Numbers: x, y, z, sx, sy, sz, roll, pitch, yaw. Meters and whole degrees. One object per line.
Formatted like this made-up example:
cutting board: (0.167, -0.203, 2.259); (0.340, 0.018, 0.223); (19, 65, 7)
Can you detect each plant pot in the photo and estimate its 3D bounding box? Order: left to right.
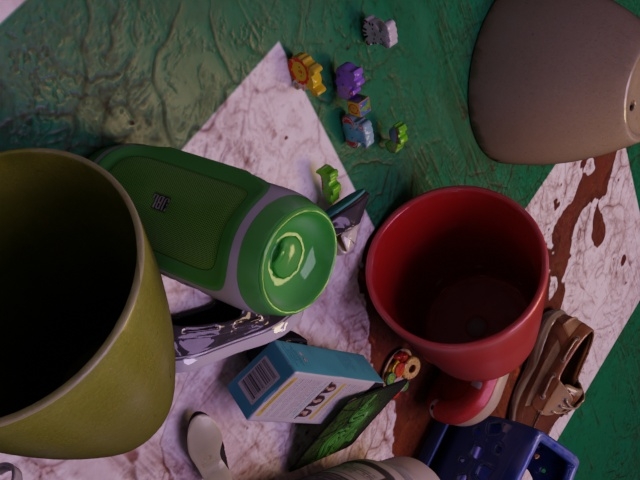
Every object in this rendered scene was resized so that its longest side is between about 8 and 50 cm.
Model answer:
plant pot: (-0.254, 0.106, 0.944); (0.275, 0.275, 0.293); (-55, 153, -19)
plant pot: (0.229, 0.090, 1.493); (0.275, 0.275, 0.243); (-57, 150, -16)
plant pot: (0.301, 0.438, 1.737); (0.236, 0.212, 0.236); (39, 74, -49)

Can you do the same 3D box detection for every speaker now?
speaker: (-0.127, -0.018, 0.985); (0.131, 0.296, 0.131); (-22, 121, -43)

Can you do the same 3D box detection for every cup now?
cup: (0.437, -0.266, 1.595); (0.331, 0.237, 0.331); (-23, 122, -43)

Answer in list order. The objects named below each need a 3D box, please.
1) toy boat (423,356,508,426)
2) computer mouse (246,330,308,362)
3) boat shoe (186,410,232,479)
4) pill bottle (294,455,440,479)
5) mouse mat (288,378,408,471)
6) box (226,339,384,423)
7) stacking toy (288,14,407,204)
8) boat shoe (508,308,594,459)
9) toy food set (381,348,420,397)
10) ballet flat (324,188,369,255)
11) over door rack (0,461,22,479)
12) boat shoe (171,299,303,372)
toy boat: (0.237, 0.201, 1.651); (0.151, 0.151, 0.231); (20, 88, -21)
computer mouse: (-0.031, 0.163, 1.380); (0.071, 0.041, 0.242); (-47, 149, 10)
boat shoe: (-0.153, 0.278, 1.280); (0.049, 0.042, 0.133); (-22, 123, -13)
pill bottle: (0.028, 0.443, 1.427); (0.361, 0.204, 0.204); (-3, 107, -48)
mouse mat: (0.043, 0.282, 1.459); (0.152, 0.007, 0.189); (-11, 146, -47)
box: (-0.015, 0.203, 1.345); (0.100, 0.060, 0.244); (-45, 150, 15)
stacking toy: (0.043, -0.183, 1.319); (0.167, 0.052, 0.221); (-37, 132, -33)
boat shoe: (0.476, 0.307, 1.963); (0.123, 0.116, 0.324); (2, 103, -50)
toy food set: (0.132, 0.222, 1.604); (0.082, 0.020, 0.083); (-58, 140, -15)
ballet flat: (0.000, 0.000, 1.317); (0.203, 0.074, 0.074); (-32, 127, -32)
over door rack: (-0.437, 0.307, 0.883); (0.239, 0.108, 0.324); (57, 41, -45)
boat shoe: (-0.113, 0.094, 1.229); (0.228, 0.080, 0.076); (-19, 120, -36)
